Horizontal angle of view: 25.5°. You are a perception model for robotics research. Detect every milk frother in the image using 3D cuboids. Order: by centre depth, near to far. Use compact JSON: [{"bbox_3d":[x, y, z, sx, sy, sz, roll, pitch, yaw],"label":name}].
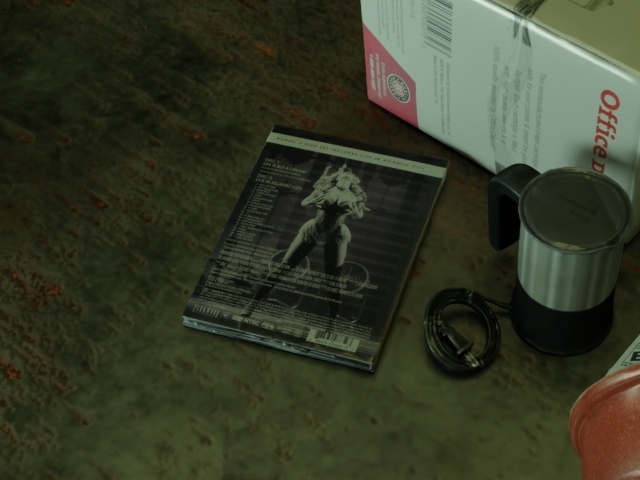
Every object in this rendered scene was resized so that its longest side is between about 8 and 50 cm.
[{"bbox_3d":[0.156,0.028,1.082,0.129,0.135,0.143,27,58,24],"label":"milk frother"}]

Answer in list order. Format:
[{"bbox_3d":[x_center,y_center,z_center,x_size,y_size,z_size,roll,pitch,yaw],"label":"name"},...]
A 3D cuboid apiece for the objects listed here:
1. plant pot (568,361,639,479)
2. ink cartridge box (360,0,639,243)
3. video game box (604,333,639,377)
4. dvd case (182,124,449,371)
[{"bbox_3d":[0.277,0.240,0.842,0.272,0.272,0.265,5,60,8],"label":"plant pot"},{"bbox_3d":[0.175,-0.152,1.177,0.283,0.207,0.117,33,62,25],"label":"ink cartridge box"},{"bbox_3d":[0.342,0.067,1.034,0.187,0.048,0.205,-46,29,-25],"label":"video game box"},{"bbox_3d":[0.000,0.000,1.189,0.164,0.018,0.221,13,54,15],"label":"dvd case"}]
